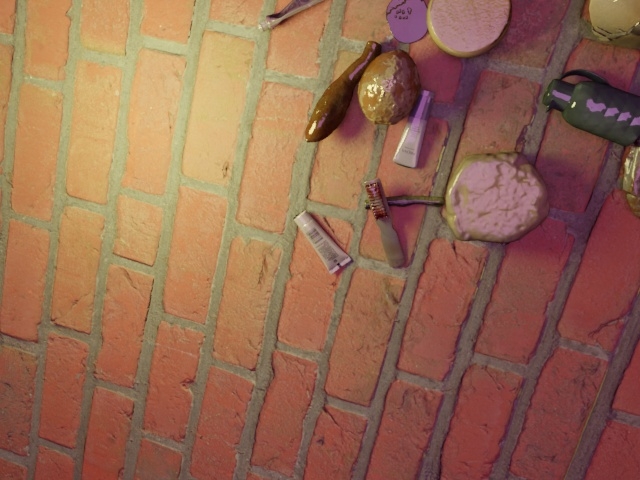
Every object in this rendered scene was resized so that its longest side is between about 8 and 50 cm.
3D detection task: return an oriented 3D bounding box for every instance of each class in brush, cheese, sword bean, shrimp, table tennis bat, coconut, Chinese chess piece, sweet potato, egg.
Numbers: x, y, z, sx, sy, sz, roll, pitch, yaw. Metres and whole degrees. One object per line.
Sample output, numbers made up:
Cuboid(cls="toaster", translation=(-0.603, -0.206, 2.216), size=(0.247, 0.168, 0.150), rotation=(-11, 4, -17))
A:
Cuboid(cls="brush", translation=(0.217, -0.052, 1.809), size=(0.060, 0.050, 0.320), rotation=(-15, 109, 14))
Cuboid(cls="cheese", translation=(0.551, -0.127, 1.709), size=(0.318, 0.115, 0.326), rotation=(40, 109, 2))
Cuboid(cls="sword bean", translation=(0.280, -0.129, 1.809), size=(0.270, 0.038, 0.043), rotation=(-1, 113, 13))
Cuboid(cls="shrimp", translation=(1.030, -0.211, 1.605), size=(0.247, 0.085, 0.360), rotation=(-15, 101, 6))
Cuboid(cls="table tennis bat", translation=(0.264, -0.743, 1.697), size=(0.131, 0.022, 0.234), rotation=(-17, 99, 17))
Cuboid(cls="coconut", translation=(0.877, -0.662, 1.419), size=(0.323, 0.323, 0.322), rotation=(3, 102, 12))
Cuboid(cls="Chinese chess piece", translation=(0.448, -0.683, 1.626), size=(0.251, 0.097, 0.250), rotation=(2, 101, 12))
Cuboid(cls="sweet potato", translation=(0.068, -0.478, 1.755), size=(0.109, 0.109, 0.385), rotation=(35, 95, 4))
Cuboid(cls="egg", translation=(0.214, -0.475, 1.672), size=(0.195, 0.195, 0.233), rotation=(13, 106, 10))

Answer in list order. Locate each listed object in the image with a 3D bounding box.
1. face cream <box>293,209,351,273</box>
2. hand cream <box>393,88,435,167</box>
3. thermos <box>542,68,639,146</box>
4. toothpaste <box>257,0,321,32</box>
Cuboid(cls="face cream", translation=(0.000, 0.000, 1.894), size=(0.092, 0.058, 0.243), rotation=(-37, 97, 11))
Cuboid(cls="hand cream", translation=(0.308, -0.363, 1.748), size=(0.080, 0.048, 0.255), rotation=(17, 105, 8))
Cuboid(cls="thermos", translation=(0.811, -0.405, 1.583), size=(0.287, 0.145, 0.182), rotation=(25, 74, 8))
Cuboid(cls="toothpaste", translation=(-0.072, -0.770, 1.753), size=(0.301, 0.048, 0.075), rotation=(-27, 67, 10))
